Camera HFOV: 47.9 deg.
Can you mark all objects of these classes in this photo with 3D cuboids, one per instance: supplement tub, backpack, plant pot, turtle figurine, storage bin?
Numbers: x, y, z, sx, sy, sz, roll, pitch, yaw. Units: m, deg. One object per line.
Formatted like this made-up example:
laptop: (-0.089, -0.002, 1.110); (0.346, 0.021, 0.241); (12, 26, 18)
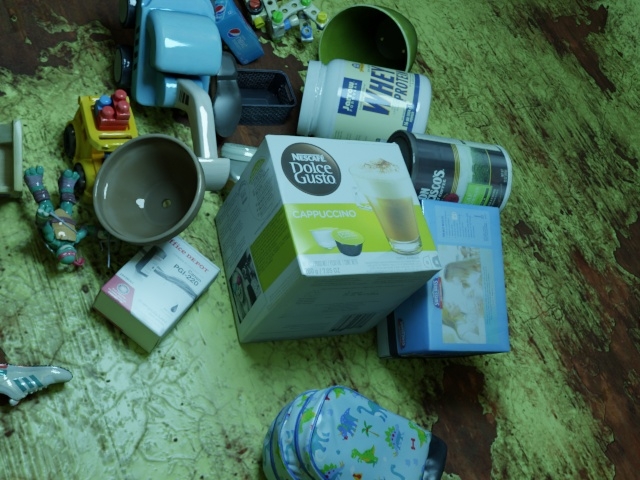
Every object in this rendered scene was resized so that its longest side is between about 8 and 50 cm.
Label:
supplement tub: (0.111, -0.351, 1.919); (0.324, 0.235, 0.236); (10, 55, -3)
backpack: (0.062, 0.441, 1.437); (0.355, 0.273, 0.290); (26, 57, 4)
plant pot: (0.177, -0.572, 2.136); (0.275, 0.275, 0.293); (43, 34, 2)
turtle figurine: (-0.521, -0.037, 1.464); (0.175, 0.118, 0.234); (23, 38, -61)
storage bin: (-0.169, -0.379, 1.912); (0.180, 0.084, 0.122); (-6, 64, -30)
plant pot: (-0.341, -0.092, 1.500); (0.237, 0.110, 0.237); (-4, 71, 11)

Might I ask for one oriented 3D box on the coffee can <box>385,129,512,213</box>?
coffee can: (0.307, -0.159, 1.804); (0.275, 0.201, 0.202); (5, 58, -20)

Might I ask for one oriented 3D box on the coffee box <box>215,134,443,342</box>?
coffee box: (0.000, 0.000, 1.598); (0.337, 0.338, 0.335); (0, 61, -29)

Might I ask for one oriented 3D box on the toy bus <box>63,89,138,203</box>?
toy bus: (-0.457, -0.217, 1.572); (0.149, 0.211, 0.220); (-5, 65, -33)

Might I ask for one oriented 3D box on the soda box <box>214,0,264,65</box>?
soda box: (-0.225, -0.557, 1.921); (0.071, 0.210, 0.067); (-25, 69, 9)

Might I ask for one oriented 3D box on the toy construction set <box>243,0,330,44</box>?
toy construction set: (-0.124, -0.714, 2.105); (0.215, 0.151, 0.328); (-17, 60, -9)

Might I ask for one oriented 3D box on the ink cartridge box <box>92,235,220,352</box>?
ink cartridge box: (-0.340, 0.099, 1.513); (0.158, 0.092, 0.218); (39, 48, -1)

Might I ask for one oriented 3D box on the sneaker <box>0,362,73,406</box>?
sneaker: (-0.543, 0.267, 1.328); (0.161, 0.057, 0.075); (8, 74, -26)

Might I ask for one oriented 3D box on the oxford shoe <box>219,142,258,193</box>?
oxford shoe: (-0.055, -0.147, 1.810); (0.449, 0.169, 0.130); (6, 99, -34)

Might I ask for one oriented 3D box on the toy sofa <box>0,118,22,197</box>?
toy sofa: (-0.780, -0.162, 1.423); (0.362, 0.177, 0.150); (0, 86, -29)

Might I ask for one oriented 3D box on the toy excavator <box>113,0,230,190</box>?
toy excavator: (-0.320, -0.367, 1.665); (0.222, 0.433, 0.445); (-1, 19, -29)

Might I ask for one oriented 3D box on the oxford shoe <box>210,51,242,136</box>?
oxford shoe: (-0.243, -0.358, 1.808); (0.076, 0.076, 0.212); (3, 82, -27)

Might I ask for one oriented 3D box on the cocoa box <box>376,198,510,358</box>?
cocoa box: (0.278, 0.100, 1.701); (0.231, 0.228, 0.347); (5, 76, -26)
